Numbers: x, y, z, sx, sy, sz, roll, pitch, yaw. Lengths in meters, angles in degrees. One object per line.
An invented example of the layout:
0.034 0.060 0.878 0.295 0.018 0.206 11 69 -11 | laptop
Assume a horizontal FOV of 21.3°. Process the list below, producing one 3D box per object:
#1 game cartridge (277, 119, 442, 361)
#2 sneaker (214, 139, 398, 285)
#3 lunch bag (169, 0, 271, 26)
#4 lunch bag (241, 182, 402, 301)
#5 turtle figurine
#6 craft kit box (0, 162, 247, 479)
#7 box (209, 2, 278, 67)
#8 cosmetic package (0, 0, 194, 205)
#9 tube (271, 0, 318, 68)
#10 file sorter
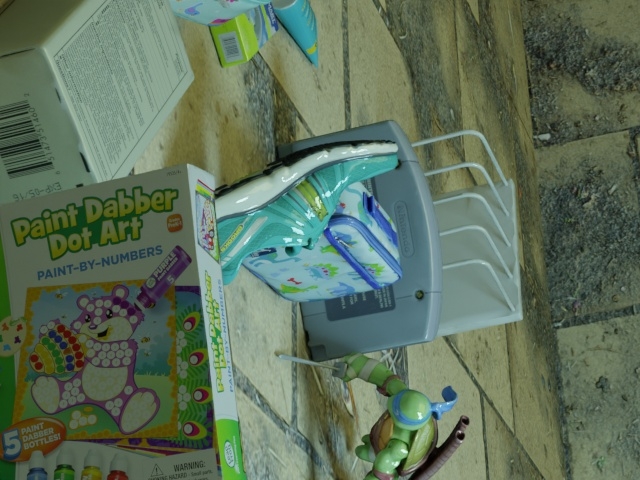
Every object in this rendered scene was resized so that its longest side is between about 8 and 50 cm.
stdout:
0.058 0.000 2.244 0.062 0.198 0.297 10 71 -72 | game cartridge
-0.029 -0.041 1.943 0.110 0.275 0.107 66 -19 -9 | sneaker
-0.150 -0.391 1.936 0.224 0.108 0.279 16 62 -59 | lunch bag
0.000 0.000 2.092 0.219 0.176 0.090 49 33 -60 | lunch bag
0.040 0.257 2.188 0.266 0.274 0.198 89 -23 -60 | turtle figurine
-0.188 0.086 1.299 0.061 0.250 0.247 31 50 -66 | craft kit box
-0.102 -0.299 2.189 0.178 0.042 0.109 -60 136 -64 | box
-0.226 -0.153 1.568 0.309 0.113 0.160 -68 142 -63 | cosmetic package
-0.031 -0.318 2.435 0.207 0.052 0.080 47 45 -71 | tube
0.203 -0.011 2.738 0.173 0.193 0.278 55 28 -48 | file sorter
